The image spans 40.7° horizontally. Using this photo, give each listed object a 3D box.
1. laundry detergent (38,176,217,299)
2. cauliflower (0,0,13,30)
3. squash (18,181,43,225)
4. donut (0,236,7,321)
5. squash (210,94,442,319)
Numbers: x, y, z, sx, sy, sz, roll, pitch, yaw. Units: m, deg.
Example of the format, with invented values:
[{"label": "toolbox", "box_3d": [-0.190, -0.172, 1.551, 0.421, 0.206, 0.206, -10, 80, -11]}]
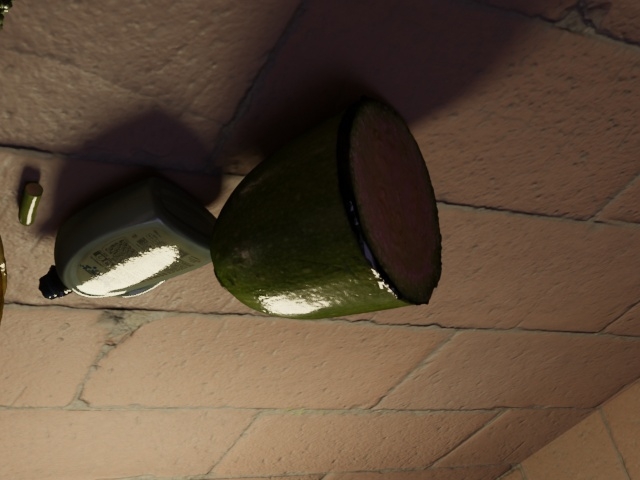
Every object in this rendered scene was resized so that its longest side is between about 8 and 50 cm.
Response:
[{"label": "laundry detergent", "box_3d": [-0.311, 0.025, 1.349, 0.280, 0.105, 0.215, -30, 147, 19]}, {"label": "cauliflower", "box_3d": [-0.415, -0.283, 0.771, 0.275, 0.272, 0.250, 3, 114, -49]}, {"label": "squash", "box_3d": [-0.427, -0.050, 1.264, 0.027, 0.027, 0.083, 5, 142, -27]}, {"label": "donut", "box_3d": [-0.621, 0.081, 1.133, 0.449, 0.198, 0.449, -30, 143, -26]}, {"label": "squash", "box_3d": [-0.015, -0.024, 1.288, 0.309, 0.310, 0.310, -14, 151, 29]}]
